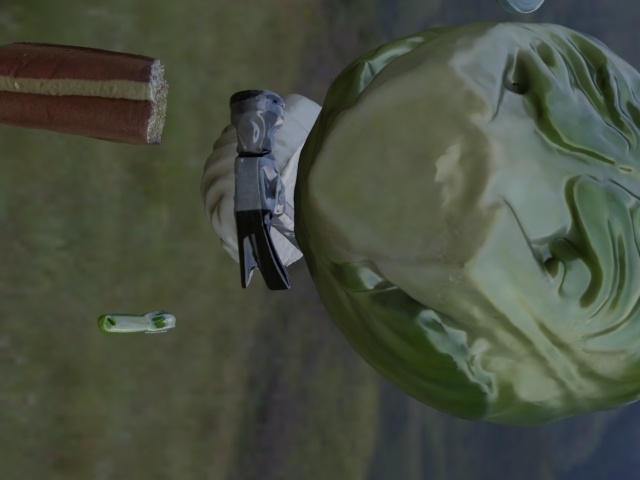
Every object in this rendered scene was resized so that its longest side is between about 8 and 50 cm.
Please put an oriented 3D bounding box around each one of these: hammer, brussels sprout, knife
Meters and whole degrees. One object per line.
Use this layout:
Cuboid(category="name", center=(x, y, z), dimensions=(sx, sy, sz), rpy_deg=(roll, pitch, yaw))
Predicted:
Cuboid(category="hammer", center=(-0.001, 0.000, 1.671), dimensions=(0.427, 0.044, 0.152), rpy_deg=(40, 48, -70))
Cuboid(category="brussels sprout", center=(0.119, -0.017, 1.366), dimensions=(0.354, 0.281, 0.289), rpy_deg=(23, 55, -64))
Cuboid(category="knife", center=(-0.175, 0.081, 1.882), dimensions=(0.022, 0.026, 0.184), rpy_deg=(56, 14, 12))

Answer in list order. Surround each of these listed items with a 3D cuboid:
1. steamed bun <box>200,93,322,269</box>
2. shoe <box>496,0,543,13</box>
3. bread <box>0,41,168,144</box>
Cuboid(category="steamed bun", center=(-0.053, -0.060, 1.886), dimensions=(0.183, 0.106, 0.183), rpy_deg=(-38, 141, -39))
Cuboid(category="shoe", center=(0.195, -0.313, 2.016), dimensions=(0.079, 0.078, 0.195), rpy_deg=(36, 53, -38))
Cuboid(category="bread", center=(-0.170, -0.110, 1.421), dimensions=(0.119, 0.192, 0.067), rpy_deg=(7, 92, -59))
